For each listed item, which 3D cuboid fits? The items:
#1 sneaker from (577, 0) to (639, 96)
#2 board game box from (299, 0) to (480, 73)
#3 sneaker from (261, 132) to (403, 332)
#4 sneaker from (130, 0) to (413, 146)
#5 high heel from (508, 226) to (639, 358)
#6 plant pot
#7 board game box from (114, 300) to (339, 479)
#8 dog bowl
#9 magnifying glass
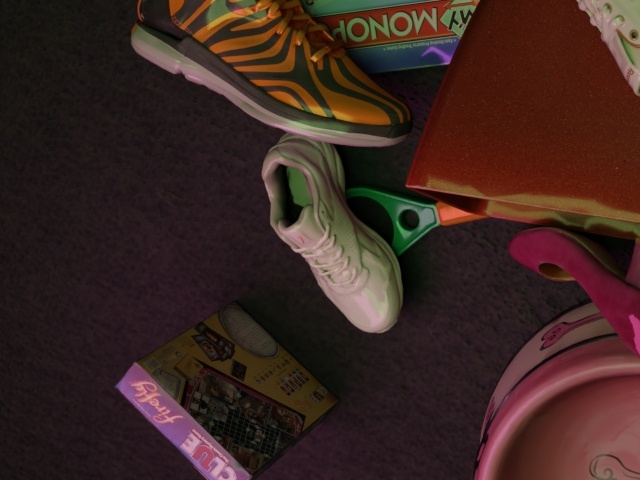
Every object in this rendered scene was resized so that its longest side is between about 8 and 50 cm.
[{"bbox_3d":[0.255,-0.200,1.498,0.290,0.106,0.123,29,78,21],"label":"sneaker"},{"bbox_3d":[0.026,-0.276,1.828,0.317,0.046,0.214,-5,100,23],"label":"board game box"},{"bbox_3d":[0.000,0.000,1.840,0.090,0.115,0.232,-31,89,26],"label":"sneaker"},{"bbox_3d":[-0.037,-0.220,1.773,0.321,0.124,0.180,25,112,15],"label":"sneaker"},{"bbox_3d":[0.259,0.054,1.736,0.244,0.082,0.117,9,82,50],"label":"high heel"},{"bbox_3d":[0.257,-0.131,1.660,0.267,0.267,0.236,10,89,18],"label":"plant pot"},{"bbox_3d":[-0.092,0.162,1.868,0.165,0.243,0.042,44,114,8],"label":"board game box"},{"bbox_3d":[0.335,0.259,1.773,0.408,0.150,0.408,5,103,21],"label":"dog bowl"},{"bbox_3d":[0.104,-0.025,1.869,0.231,0.026,0.092,-11,98,25],"label":"magnifying glass"}]
